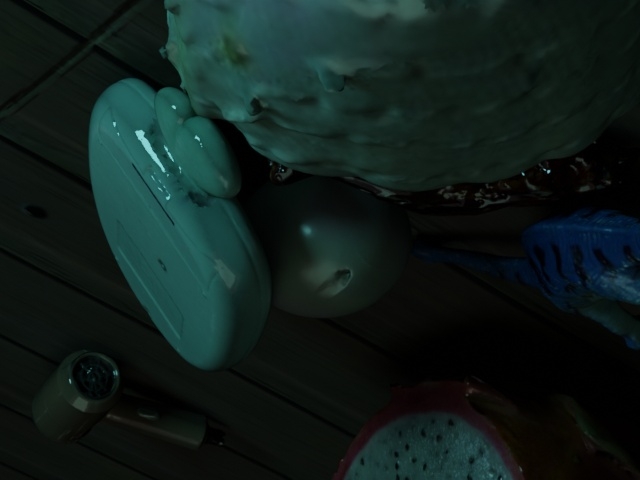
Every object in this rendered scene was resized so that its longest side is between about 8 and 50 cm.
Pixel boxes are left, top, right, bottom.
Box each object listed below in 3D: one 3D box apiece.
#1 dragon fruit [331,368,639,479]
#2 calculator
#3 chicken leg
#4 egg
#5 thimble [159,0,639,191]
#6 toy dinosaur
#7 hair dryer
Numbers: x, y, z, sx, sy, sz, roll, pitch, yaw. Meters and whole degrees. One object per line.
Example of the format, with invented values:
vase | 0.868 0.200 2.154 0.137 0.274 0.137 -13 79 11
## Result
dragon fruit | 0.160 0.249 1.239 0.226 0.305 0.305 9 160 -36
calculator | -0.097 -0.007 1.054 0.184 0.042 0.295 54 159 15
chicken leg | 0.080 -0.046 0.951 0.219 0.048 0.089 -1 160 5
egg | 0.000 0.000 1.051 0.103 0.103 0.135 36 155 -32
thimble | 0.048 -0.139 0.637 0.205 0.250 0.172 52 160 24
toy dinosaur | 0.182 0.010 1.001 0.144 0.076 0.329 21 169 -18
hair dryer | -0.170 0.159 1.486 0.182 0.064 0.117 17 151 -19
